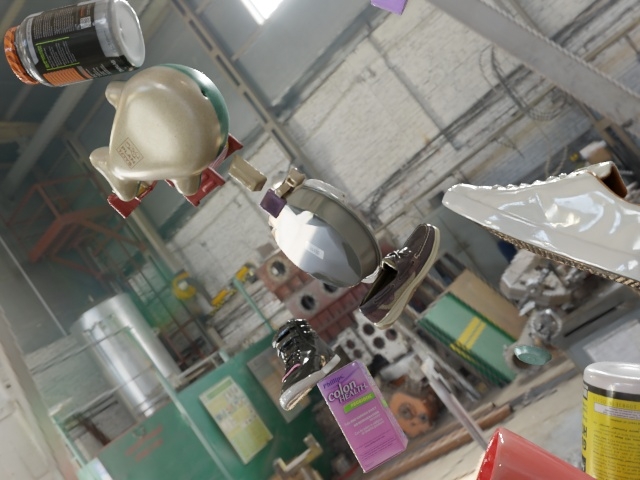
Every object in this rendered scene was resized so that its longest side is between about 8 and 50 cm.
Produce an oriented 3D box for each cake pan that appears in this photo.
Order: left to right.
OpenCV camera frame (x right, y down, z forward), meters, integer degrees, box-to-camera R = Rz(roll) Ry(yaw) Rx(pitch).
[{"bbox_3d":[0.000,0.000,1.405,0.054,0.293,0.293,-50,2,-29],"label":"cake pan"}]

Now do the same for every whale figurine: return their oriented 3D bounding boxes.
[{"bbox_3d":[-0.260,-0.171,1.026,0.272,0.216,0.141,-32,10,36],"label":"whale figurine"}]

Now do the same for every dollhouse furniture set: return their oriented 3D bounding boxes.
[{"bbox_3d":[-0.396,-0.157,1.642,0.374,0.152,0.201,-32,26,31],"label":"dollhouse furniture set"},{"bbox_3d":[-0.075,-0.114,0.982,0.081,0.114,0.091,-48,-5,-48],"label":"dollhouse furniture set"}]

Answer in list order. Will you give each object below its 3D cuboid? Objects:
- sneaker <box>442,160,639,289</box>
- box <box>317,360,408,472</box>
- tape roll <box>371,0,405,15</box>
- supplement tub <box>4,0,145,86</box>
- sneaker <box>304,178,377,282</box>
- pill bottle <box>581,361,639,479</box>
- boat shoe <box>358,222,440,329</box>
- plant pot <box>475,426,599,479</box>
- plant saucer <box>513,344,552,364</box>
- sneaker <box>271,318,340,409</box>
[{"bbox_3d":[0.285,-0.040,0.751,0.106,0.290,0.123,20,-87,-48],"label":"sneaker"},{"bbox_3d":[0.113,0.444,1.614,0.117,0.243,0.213,-31,-16,1],"label":"box"},{"bbox_3d":[0.221,-0.734,1.630,0.275,0.090,0.274,21,-90,-89],"label":"tape roll"},{"bbox_3d":[-0.390,-0.312,1.001,0.191,0.117,0.117,-8,-2,9],"label":"supplement tub"},{"bbox_3d":[0.054,-0.035,1.593,0.108,0.292,0.169,-35,19,54],"label":"sneaker"},{"bbox_3d":[0.650,0.437,1.322,0.188,0.333,0.188,1,1,0],"label":"pill bottle"},{"bbox_3d":[0.185,0.070,1.478,0.285,0.092,0.103,-58,20,-13],"label":"boat shoe"},{"bbox_3d":[0.377,0.482,1.051,0.275,0.243,0.274,17,-90,-75],"label":"plant pot"},{"bbox_3d":[0.676,0.370,2.008,0.119,0.119,0.021,-47,21,62],"label":"plant saucer"},{"bbox_3d":[-0.059,0.257,1.347,0.104,0.147,0.296,-44,-7,15],"label":"sneaker"}]
